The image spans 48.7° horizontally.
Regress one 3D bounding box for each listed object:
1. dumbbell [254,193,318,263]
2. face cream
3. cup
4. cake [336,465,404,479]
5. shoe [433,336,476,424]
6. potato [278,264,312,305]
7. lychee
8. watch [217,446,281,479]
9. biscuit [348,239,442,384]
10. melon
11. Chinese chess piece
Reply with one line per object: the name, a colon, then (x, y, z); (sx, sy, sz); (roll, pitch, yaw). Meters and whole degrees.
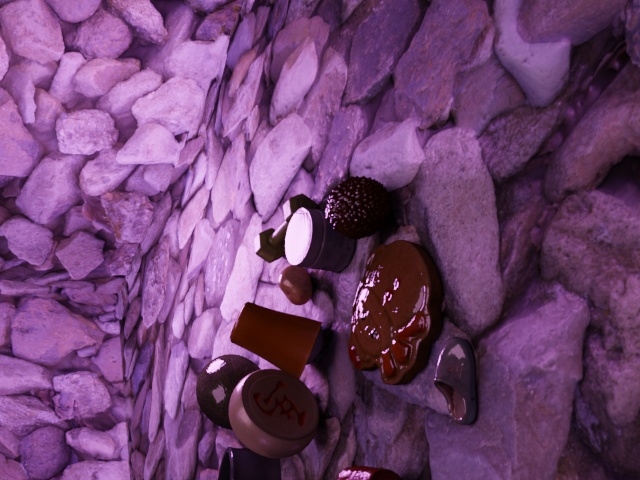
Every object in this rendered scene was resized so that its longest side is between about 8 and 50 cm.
dumbbell: (-0.117, -0.038, 2.367); (0.302, 0.121, 0.108); (-44, 16, 45)
face cream: (0.000, 0.000, 2.100); (0.177, 0.153, 0.177); (-33, 51, 55)
cup: (-0.127, 0.294, 2.115); (0.226, 0.264, 0.182); (108, -175, -70)
cake: (0.103, 0.663, 1.624); (0.151, 0.177, 0.282); (-18, 38, 55)
shoe: (0.289, 0.305, 1.548); (0.079, 0.078, 0.195); (-35, 55, 53)
potato: (-0.079, 0.138, 2.243); (0.112, 0.112, 0.147); (-60, 40, 30)
lychee: (0.110, -0.091, 1.919); (0.188, 0.188, 0.188); (-30, 55, 54)
watch: (-0.232, 0.809, 2.147); (0.326, 0.314, 0.335); (-99, 21, -54)
biscuit: (0.178, 0.192, 1.808); (0.381, 0.074, 0.359); (-59, 32, 26)
melon: (-0.295, 0.503, 2.361); (0.302, 0.238, 0.237); (20, 98, 63)
Chinese chess piece: (-0.132, 0.495, 2.038); (0.102, 0.273, 0.273); (-58, 35, 33)
